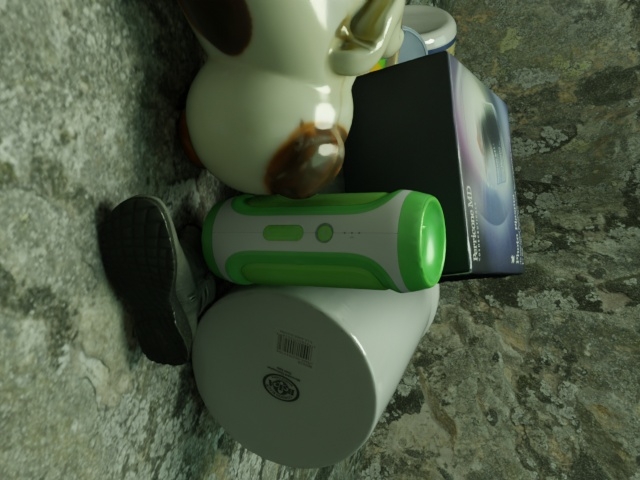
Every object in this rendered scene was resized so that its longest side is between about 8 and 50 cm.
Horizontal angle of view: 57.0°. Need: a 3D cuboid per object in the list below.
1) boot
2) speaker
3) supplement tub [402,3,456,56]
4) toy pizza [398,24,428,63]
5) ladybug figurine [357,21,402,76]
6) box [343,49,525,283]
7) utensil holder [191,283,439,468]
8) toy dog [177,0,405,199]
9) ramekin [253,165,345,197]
[{"bbox_3d":[-0.191,0.022,0.744,0.161,0.083,0.246,-78,169,-55],"label":"boot"},{"bbox_3d":[0.000,0.000,0.748,0.131,0.296,0.131,-2,93,-63],"label":"speaker"},{"bbox_3d":[0.247,-0.451,1.611,0.316,0.228,0.228,84,23,-43],"label":"supplement tub"},{"bbox_3d":[0.163,-0.433,1.441,0.032,0.201,0.201,-104,-174,-46],"label":"toy pizza"},{"bbox_3d":[0.042,-0.320,1.121,0.305,0.162,0.449,69,35,-62],"label":"ladybug figurine"},{"bbox_3d":[0.180,-0.084,0.897,0.294,0.182,0.296,4,80,-57],"label":"box"},{"bbox_3d":[0.008,0.147,1.020,0.385,0.327,0.328,-43,140,-60],"label":"utensil holder"},{"bbox_3d":[-0.047,-0.248,0.677,0.395,0.284,0.408,-44,143,-52],"label":"toy dog"},{"bbox_3d":[-0.034,-0.136,0.925,0.109,0.207,0.207,-10,109,-63],"label":"ramekin"}]
